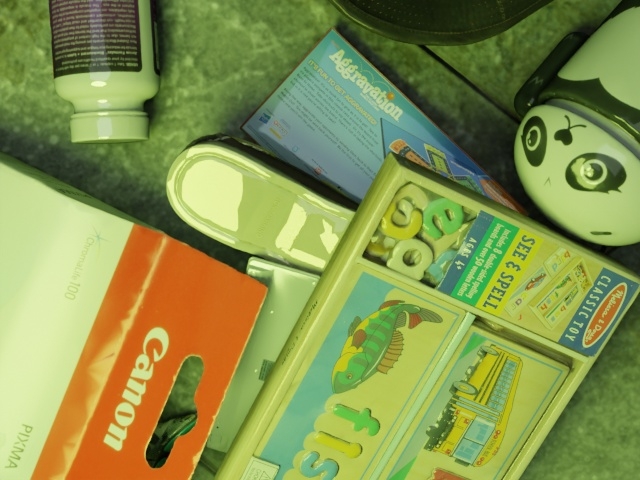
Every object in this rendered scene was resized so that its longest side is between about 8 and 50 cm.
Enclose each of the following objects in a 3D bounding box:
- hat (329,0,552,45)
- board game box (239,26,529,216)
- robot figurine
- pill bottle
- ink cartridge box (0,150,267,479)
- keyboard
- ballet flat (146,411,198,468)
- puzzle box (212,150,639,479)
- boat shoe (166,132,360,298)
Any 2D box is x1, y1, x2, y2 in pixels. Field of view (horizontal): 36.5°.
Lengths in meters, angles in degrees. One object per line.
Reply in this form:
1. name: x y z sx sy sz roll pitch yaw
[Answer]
1. hat: 0.104 -0.335 0.950 0.331 0.134 0.331 0 91 -15
2. board game box: 0.066 -0.073 1.016 0.281 0.027 0.145 44 98 1
3. robot figurine: 0.306 -0.126 0.912 0.173 0.209 0.278 42 85 -7
4. pill bottle: -0.220 -0.198 0.992 0.108 0.108 0.194 -3 92 4
5. ink cartridge box: -0.277 0.105 0.958 0.385 0.091 0.308 25 94 25
6. keyboard: -0.062 0.129 0.984 0.072 0.014 0.256 13 123 -4
7. ballet flat: -0.173 0.221 1.044 0.041 0.041 0.114 38 94 2
8. puzzle box: 0.092 0.151 0.938 0.272 0.052 0.409 23 106 -16
9. boat shoe: 0.000 0.000 0.965 0.324 0.097 0.117 31 107 -8
